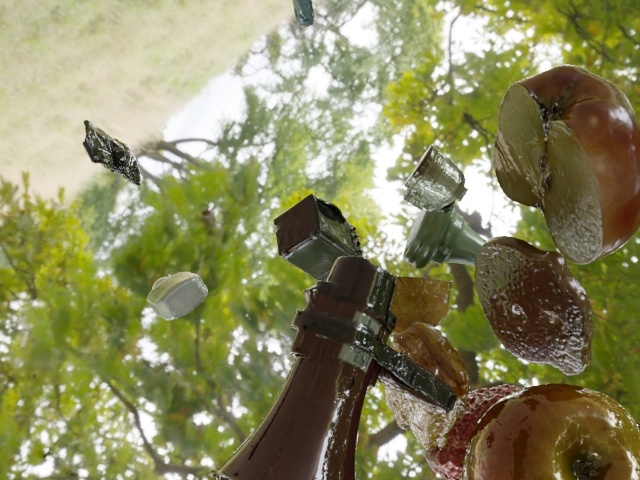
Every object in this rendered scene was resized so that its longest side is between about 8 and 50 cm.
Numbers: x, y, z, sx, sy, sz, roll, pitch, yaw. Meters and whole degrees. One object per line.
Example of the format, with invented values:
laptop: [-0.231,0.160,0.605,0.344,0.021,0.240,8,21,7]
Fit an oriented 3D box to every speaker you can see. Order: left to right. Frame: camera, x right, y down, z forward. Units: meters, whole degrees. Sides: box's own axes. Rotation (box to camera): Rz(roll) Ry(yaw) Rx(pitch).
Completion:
speaker: [0.051,0.207,0.793,0.329,0.259,0.198,-61,173,-20]

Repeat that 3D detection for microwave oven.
microwave oven: [-0.001,-0.001,1.948,0.188,0.247,0.178,-31,-134,23]

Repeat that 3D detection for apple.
apple: [0.366,0.361,0.955,0.301,0.302,0.301,-45,-155,28]
apple: [0.480,-0.151,1.205,0.329,0.364,0.295,14,-125,26]

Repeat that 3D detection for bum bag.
bum bag: [-0.588,-0.246,1.733,0.074,0.136,0.310,-23,169,3]

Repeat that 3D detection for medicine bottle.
medicine bottle: [-0.340,0.125,1.425,0.119,0.069,0.183,-38,-163,-21]

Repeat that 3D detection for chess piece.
chess piece: [0.368,0.022,1.483,0.194,0.299,0.194,24,90,-88]

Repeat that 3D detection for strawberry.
strawberry: [0.427,0.507,1.523,0.312,0.352,0.267,-107,-168,-66]

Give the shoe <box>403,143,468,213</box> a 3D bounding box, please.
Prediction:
shoe: [0.212,-0.098,1.125,0.103,0.098,0.275,-54,173,6]

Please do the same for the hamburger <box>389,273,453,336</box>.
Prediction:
hamburger: [0.174,0.154,1.465,0.144,0.283,0.156,-172,-93,-68]

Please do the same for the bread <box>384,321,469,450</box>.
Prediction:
bread: [0.217,0.320,1.263,0.109,0.380,0.185,-26,-122,-16]

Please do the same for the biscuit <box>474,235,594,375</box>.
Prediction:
biscuit: [0.410,0.121,1.188,0.049,0.272,0.257,-29,-159,-26]

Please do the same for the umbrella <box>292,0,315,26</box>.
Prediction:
umbrella: [-0.060,-0.641,1.473,0.053,0.250,0.052,-31,-142,-24]
